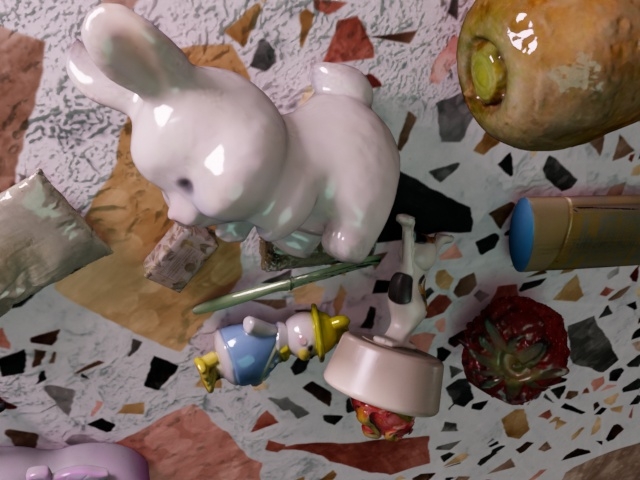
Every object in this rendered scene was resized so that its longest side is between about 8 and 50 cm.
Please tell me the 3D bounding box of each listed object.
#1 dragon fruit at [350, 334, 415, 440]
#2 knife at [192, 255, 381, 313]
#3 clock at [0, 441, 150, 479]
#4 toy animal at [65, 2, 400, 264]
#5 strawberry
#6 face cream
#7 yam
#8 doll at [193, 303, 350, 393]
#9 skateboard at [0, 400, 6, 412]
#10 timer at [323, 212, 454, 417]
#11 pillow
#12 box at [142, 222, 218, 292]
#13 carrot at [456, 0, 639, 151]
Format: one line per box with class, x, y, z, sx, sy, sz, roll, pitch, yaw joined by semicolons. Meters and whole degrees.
dragon fruit;0.105;0.249;1.027;0.150;0.133;0.207;-35;114;-26
knife;-0.054;0.065;0.862;0.293;0.019;0.043;-17;164;15
clock;-0.455;0.459;0.992;0.339;0.102;0.338;-9;125;-13
toy animal;-0.089;-0.122;0.661;0.368;0.196;0.241;16;79;-29
strawberry;0.341;0.176;1.034;0.201;0.184;0.186;-26;105;-50
face cream;0.439;-0.012;0.989;0.285;0.067;0.139;-2;123;-18
yam;0.000;0.000;0.845;0.179;0.078;0.078;-4;124;-17
doll;-0.071;0.160;0.917;0.241;0.099;0.135;-13;106;-7
skateboard;-0.532;0.272;0.848;0.151;0.080;0.067;-24;134;1
timer;0.124;0.103;0.885;0.175;0.175;0.265;18;87;-28
pillow;-0.394;0.021;0.742;0.230;0.050;0.148;-32;132;1
box;-0.190;0.018;0.811;0.062;0.045;0.098;29;109;-33
carrot;0.339;-0.237;0.703;0.341;0.224;0.224;-17;127;-11
